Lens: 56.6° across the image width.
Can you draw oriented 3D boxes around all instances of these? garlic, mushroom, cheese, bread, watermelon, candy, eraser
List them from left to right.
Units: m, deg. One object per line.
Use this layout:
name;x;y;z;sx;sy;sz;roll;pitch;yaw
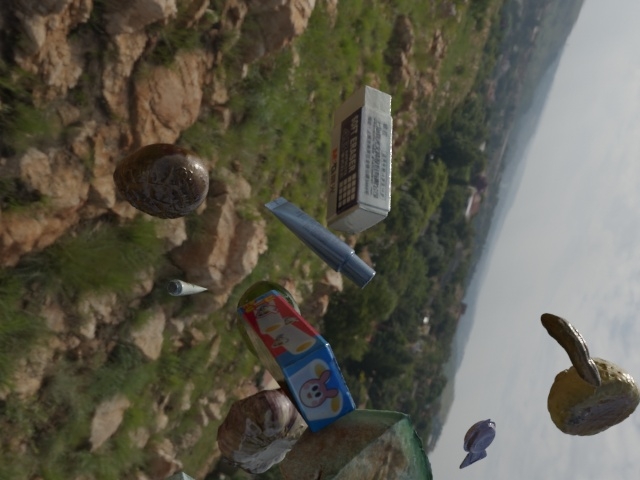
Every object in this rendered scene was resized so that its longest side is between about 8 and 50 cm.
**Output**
mushroom;-0.419;-0.152;1.569;0.253;0.253;0.153;80;13;-58
garlic;-0.137;0.441;1.435;0.245;0.160;0.245;-18;139;-16
candy;-0.057;0.224;1.163;0.100;0.306;0.157;-27;113;-16
watermelon;0.045;0.454;1.072;0.302;0.151;0.264;-20;102;-33
eraser;0.078;-0.163;1.210;0.124;0.081;0.279;-30;-130;55
cheese;0.417;0.536;1.575;0.105;0.042;0.191;-16;129;-22
bread;0.703;0.402;1.552;0.134;0.244;0.244;-102;-171;-45

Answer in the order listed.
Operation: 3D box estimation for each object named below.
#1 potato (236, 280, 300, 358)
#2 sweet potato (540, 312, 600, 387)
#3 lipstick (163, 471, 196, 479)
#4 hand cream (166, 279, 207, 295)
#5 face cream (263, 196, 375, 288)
potato;-0.146;0.233;1.703;0.148;0.186;0.253;88;-3;-50
sweet potato;0.527;0.222;1.239;0.054;0.182;0.053;-35;157;12
lipstick;-0.397;0.796;1.843;0.289;0.077;0.076;71;-3;-54
hand cream;-0.432;0.155;1.905;0.234;0.080;0.050;46;40;-80
face cream;0.000;0.000;1.807;0.086;0.385;0.135;-53;173;24
